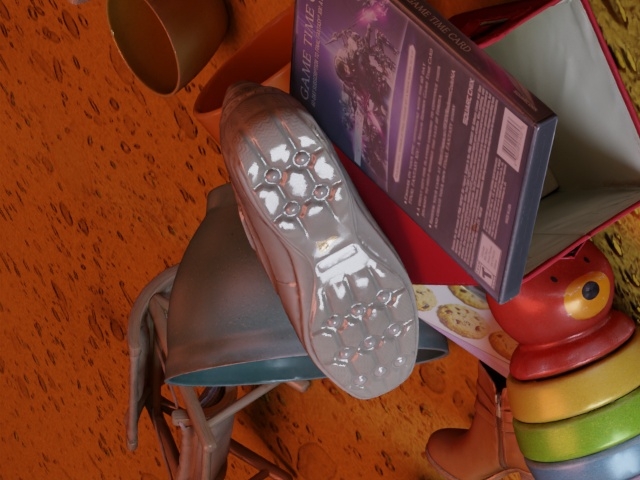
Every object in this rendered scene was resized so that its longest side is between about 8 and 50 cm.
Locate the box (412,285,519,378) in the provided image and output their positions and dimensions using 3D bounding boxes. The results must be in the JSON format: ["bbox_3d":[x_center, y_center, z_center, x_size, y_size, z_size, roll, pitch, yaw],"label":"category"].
[{"bbox_3d":[0.089,0.020,1.662,0.324,0.063,0.067,35,127,-24],"label":"box"}]

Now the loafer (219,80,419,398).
[{"bbox_3d":[0.000,0.000,1.538,0.111,0.112,0.319,-120,7,-55],"label":"loafer"}]

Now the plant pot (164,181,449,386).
[{"bbox_3d":[-0.022,0.036,1.866,0.293,0.293,0.196,156,111,-63],"label":"plant pot"}]

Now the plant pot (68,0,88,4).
[{"bbox_3d":[-0.259,-0.343,2.030,0.109,0.109,0.096,43,138,28],"label":"plant pot"}]

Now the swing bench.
[{"bbox_3d":[-0.163,0.208,2.368,0.254,0.165,0.253,45,151,26],"label":"swing bench"}]

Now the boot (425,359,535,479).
[{"bbox_3d":[0.177,0.184,1.868,0.197,0.073,0.152,11,129,41],"label":"boot"}]

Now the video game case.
[{"bbox_3d":[0.069,-0.102,1.392,0.274,0.026,0.196,46,150,31],"label":"video game case"}]

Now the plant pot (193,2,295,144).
[{"bbox_3d":[0.016,-0.115,1.711,0.188,0.205,0.205,50,156,-18],"label":"plant pot"}]

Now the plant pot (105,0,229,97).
[{"bbox_3d":[-0.156,-0.235,1.968,0.134,0.095,0.134,41,148,33],"label":"plant pot"}]

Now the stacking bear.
[{"bbox_3d":[0.237,0.127,1.609,0.289,0.175,0.164,67,161,-9],"label":"stacking bear"}]

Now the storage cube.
[{"bbox_3d":[0.135,-0.081,1.531,0.193,0.184,0.215,0,117,60],"label":"storage cube"}]
